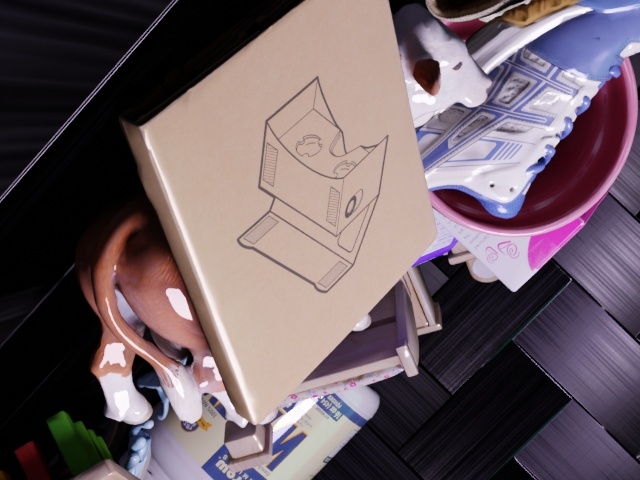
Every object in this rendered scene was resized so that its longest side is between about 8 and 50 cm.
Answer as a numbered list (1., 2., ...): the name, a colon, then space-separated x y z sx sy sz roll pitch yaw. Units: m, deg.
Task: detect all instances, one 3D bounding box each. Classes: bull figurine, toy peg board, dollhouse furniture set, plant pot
1. bull figurine: -0.019 -0.016 0.768 0.310 0.101 0.188 -33 136 -37
2. toy peg board: -0.246 0.228 1.167 0.160 0.079 0.161 -30 158 -3
3. dollhouse furniture set: 0.074 0.126 1.423 0.303 0.174 0.355 -17 -148 13
4. plant pot: 0.145 -0.114 1.118 0.201 0.201 0.180 -46 -169 1

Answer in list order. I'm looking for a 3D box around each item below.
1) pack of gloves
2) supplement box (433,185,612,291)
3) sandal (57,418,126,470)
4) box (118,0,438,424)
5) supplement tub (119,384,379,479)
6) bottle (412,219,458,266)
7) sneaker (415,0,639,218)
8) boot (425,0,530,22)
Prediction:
1. pack of gloves: -0.185 0.178 1.362 0.232 0.046 0.195 112 -1 -67
2. supplement box: 0.160 -0.076 1.293 0.111 0.220 0.114 -48 175 36
3. sandal: -0.242 0.232 1.325 0.219 0.060 0.090 -69 -179 -47
4. box: -0.009 -0.028 0.665 0.164 0.021 0.201 -43 137 -28
5. supplement tub: -0.102 0.262 1.865 0.325 0.235 0.235 -46 176 0
6. bottle: 0.031 -0.011 1.293 0.283 0.118 0.092 -19 134 -49
7. sneaker: 0.132 -0.088 0.902 0.296 0.131 0.112 -23 180 11
8. boot: 0.168 -0.227 0.901 0.213 0.077 0.165 -40 177 20
